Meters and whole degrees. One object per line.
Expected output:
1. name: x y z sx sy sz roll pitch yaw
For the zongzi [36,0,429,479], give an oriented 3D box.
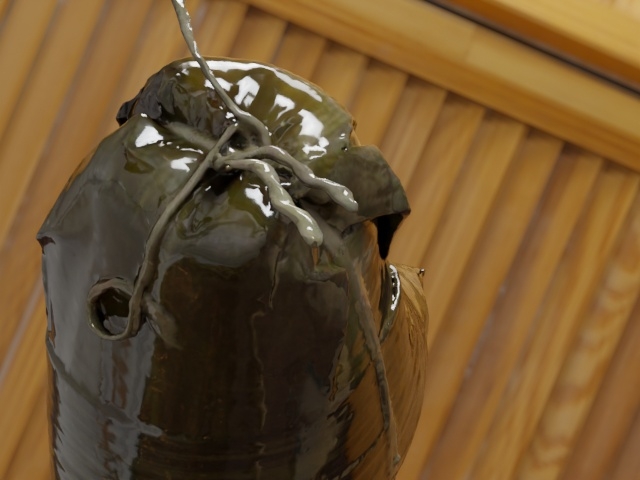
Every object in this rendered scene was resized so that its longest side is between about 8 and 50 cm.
1. zongzi: 0.000 0.000 0.433 0.184 0.084 0.187 -51 -20 -43
